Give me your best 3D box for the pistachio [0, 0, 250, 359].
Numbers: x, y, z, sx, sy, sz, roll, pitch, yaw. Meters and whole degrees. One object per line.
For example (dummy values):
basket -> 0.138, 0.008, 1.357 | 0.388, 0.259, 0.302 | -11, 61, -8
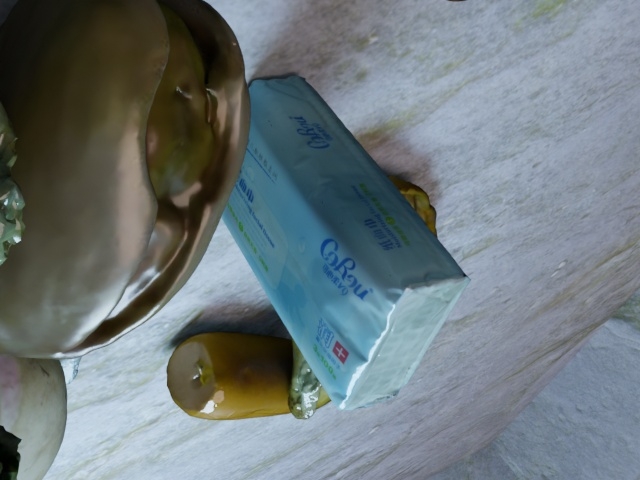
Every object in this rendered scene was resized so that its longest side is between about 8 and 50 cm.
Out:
pistachio -> -0.164, -0.041, 0.484 | 0.288, 0.197, 0.166 | -56, 159, 15

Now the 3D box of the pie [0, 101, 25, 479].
pie -> -0.264, 0.064, 0.392 | 0.296, 0.371, 0.078 | -13, 172, 26

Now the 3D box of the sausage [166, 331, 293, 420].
sausage -> -0.078, 0.185, 0.995 | 0.112, 0.112, 0.328 | -46, 153, 14

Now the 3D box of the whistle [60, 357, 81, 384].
whistle -> -0.199, 0.005, 0.637 | 0.326, 0.068, 0.057 | -59, 176, 33

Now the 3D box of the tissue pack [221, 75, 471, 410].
tissue pack -> 0.000, 0.000, 0.649 | 0.089, 0.263, 0.177 | -14, 143, -32

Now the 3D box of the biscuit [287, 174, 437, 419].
biscuit -> 0.034, 0.072, 0.922 | 0.335, 0.078, 0.329 | -60, 150, -2

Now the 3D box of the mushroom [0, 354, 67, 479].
mushroom -> -0.326, 0.155, 0.582 | 0.255, 0.184, 0.255 | -25, 147, -18
